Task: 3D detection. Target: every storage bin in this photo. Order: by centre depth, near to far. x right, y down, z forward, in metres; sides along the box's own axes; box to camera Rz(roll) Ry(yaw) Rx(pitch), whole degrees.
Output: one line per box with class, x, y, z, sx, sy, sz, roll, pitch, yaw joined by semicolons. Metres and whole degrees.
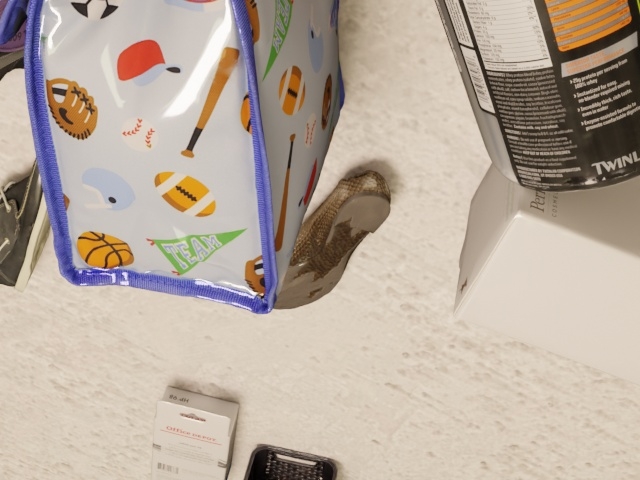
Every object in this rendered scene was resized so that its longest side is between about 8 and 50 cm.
storage bin;-0.052;0.376;1.490;0.122;0.180;0.084;12;132;4

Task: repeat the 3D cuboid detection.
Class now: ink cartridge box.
ink cartridge box;-0.168;0.262;1.502;0.104;0.060;0.180;14;131;3

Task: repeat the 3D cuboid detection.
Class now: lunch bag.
lunch bag;-0.110;-0.193;0.933;0.239;0.328;0.385;6;132;7

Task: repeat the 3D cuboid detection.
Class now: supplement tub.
supplement tub;0.192;-0.213;0.927;0.194;0.193;0.316;-10;126;21

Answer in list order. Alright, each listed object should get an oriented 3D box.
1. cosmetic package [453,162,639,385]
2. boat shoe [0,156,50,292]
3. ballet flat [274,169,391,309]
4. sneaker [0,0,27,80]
cosmetic package;0.331;0.031;1.100;0.365;0.197;0.155;21;131;-6
boat shoe;-0.346;-0.029;1.285;0.079;0.084;0.233;26;133;-9
ballet flat;0.000;0.000;1.252;0.084;0.058;0.250;12;141;-26
sneaker;-0.387;-0.144;1.085;0.107;0.283;0.124;26;150;42
